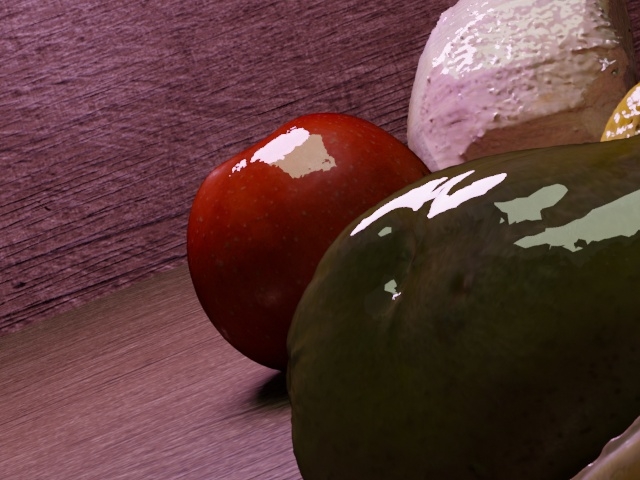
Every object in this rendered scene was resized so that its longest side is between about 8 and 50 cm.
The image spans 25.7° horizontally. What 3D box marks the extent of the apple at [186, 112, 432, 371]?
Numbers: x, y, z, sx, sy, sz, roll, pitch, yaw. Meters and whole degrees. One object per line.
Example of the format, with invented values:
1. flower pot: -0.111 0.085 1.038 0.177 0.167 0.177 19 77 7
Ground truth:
1. apple: 0.000 0.000 1.366 0.260 0.216 0.260 -32 -7 -4

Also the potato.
1. potato: 0.135 0.040 0.705 0.351 0.203 0.218 -26 -10 34

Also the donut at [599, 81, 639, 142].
1. donut: 0.337 -0.099 1.237 0.101 0.152 0.259 21 -34 -27

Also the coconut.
1. coconut: 0.227 -0.134 1.552 0.254 0.297 0.297 -7 11 18

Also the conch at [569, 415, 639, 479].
1. conch: 0.188 0.105 0.543 0.255 0.127 0.158 -47 -21 26
